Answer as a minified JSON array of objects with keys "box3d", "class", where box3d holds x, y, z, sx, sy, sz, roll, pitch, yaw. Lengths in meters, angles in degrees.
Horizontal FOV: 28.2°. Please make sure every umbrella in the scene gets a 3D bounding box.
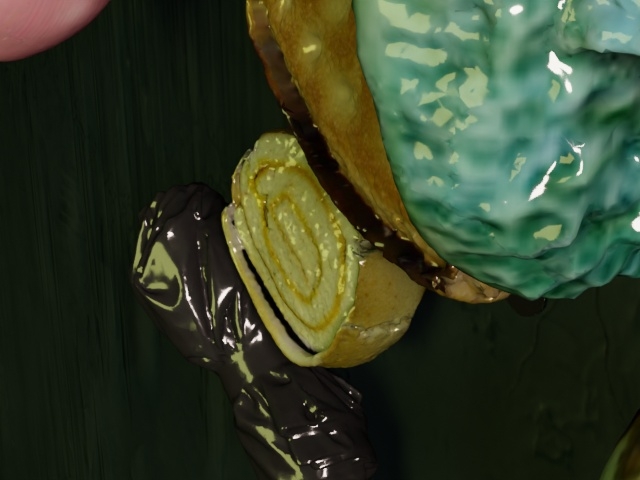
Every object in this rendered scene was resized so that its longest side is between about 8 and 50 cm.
[{"box3d":[-0.025,0.110,0.838,0.340,0.118,0.118,61,147,17],"class":"umbrella"}]

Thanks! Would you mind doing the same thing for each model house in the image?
[{"box3d":[0.165,-0.084,0.306,0.241,0.226,0.261,30,128,51],"class":"model house"}]

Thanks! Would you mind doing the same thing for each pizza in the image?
[{"box3d":[0.036,-0.136,0.657,0.251,0.074,0.287,33,125,51],"class":"pizza"}]

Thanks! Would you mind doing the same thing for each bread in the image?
[{"box3d":[0.000,0.000,0.774,0.117,0.064,0.156,-48,58,38],"class":"bread"}]

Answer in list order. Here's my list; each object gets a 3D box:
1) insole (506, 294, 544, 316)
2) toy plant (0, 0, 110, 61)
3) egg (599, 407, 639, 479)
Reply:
[{"box3d":[0.092,-0.024,0.677,0.045,0.002,0.135,-29,77,60],"class":"insole"},{"box3d":[-0.164,-0.291,0.810,0.356,0.211,0.317,-38,67,45],"class":"toy plant"},{"box3d":[0.175,0.129,0.356,0.231,0.169,0.169,49,145,6],"class":"egg"}]
